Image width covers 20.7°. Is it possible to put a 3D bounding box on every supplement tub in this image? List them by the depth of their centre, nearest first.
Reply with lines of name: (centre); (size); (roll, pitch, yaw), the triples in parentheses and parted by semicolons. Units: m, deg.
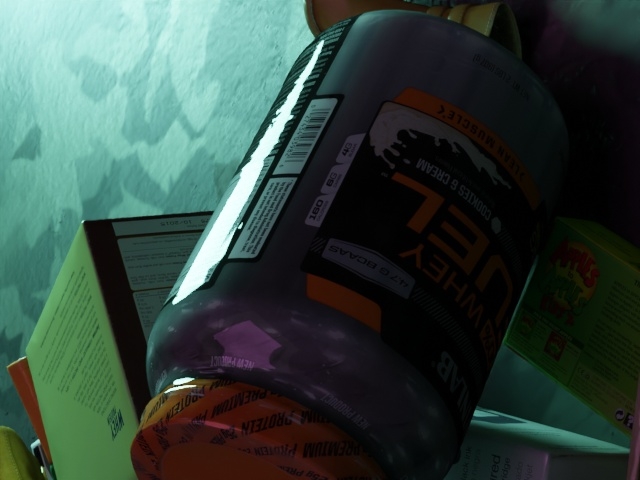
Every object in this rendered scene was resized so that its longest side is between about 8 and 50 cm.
supplement tub: (0.019, 0.030, 1.058); (0.193, 0.193, 0.316); (-19, 36, 47)

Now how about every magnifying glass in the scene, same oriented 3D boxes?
magnifying glass: (-0.206, 0.206, 1.474); (0.092, 0.026, 0.231); (-29, 82, 39)

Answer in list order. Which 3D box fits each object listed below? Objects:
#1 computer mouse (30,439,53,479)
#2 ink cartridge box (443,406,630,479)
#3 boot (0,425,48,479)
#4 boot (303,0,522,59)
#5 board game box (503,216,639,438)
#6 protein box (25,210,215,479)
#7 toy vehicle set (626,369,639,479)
computer mouse: (-0.216, 0.195, 1.525); (0.193, 0.042, 0.106); (-36, 76, 39)
ink cartridge box: (0.079, 0.195, 1.138); (0.237, 0.100, 0.172); (11, 93, 50)
boot: (-0.224, 0.307, 1.443); (0.211, 0.104, 0.295); (-120, 23, -44)
boot: (0.069, -0.146, 1.217); (0.152, 0.073, 0.197); (-16, 86, 49)
board game box: (0.198, 0.066, 1.059); (0.181, 0.043, 0.092); (38, 113, 45)
protein box: (-0.115, 0.116, 1.311); (0.200, 0.136, 0.201); (-57, 44, 51)
toy vehicle set: (0.290, 0.103, 0.911); (0.267, 0.035, 0.166); (7, 91, 37)
